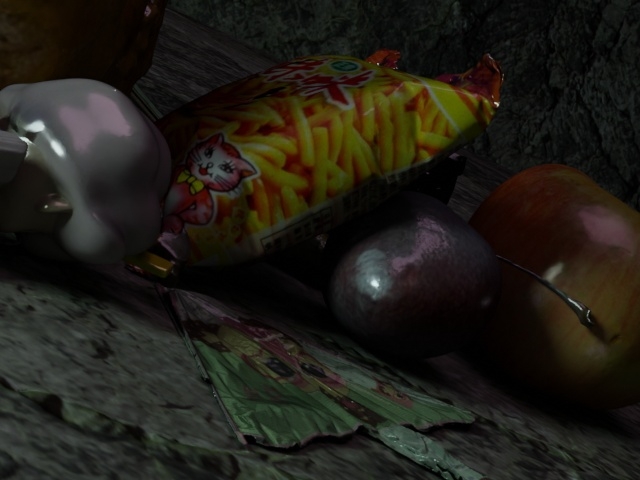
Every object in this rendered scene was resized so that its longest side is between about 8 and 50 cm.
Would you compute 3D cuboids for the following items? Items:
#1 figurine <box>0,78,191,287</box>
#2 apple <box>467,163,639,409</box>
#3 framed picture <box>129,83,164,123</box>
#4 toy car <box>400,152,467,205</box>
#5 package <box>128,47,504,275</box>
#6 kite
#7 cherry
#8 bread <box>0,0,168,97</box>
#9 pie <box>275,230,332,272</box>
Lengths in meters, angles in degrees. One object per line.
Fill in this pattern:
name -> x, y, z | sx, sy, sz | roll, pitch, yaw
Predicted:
figurine -> -0.162, -0.041, 0.880 | 0.229, 0.112, 0.137 | 5, 27, -42
apple -> 0.203, 0.043, 1.263 | 0.209, 0.164, 0.209 | 38, 6, -5
framed picture -> -0.163, -0.129, 1.410 | 0.183, 0.011, 0.142 | 49, 0, -23
toy car -> 0.042, -0.059, 1.344 | 0.108, 0.089, 0.209 | 23, 5, 26
package -> -0.027, -0.060, 1.112 | 0.288, 0.108, 0.223 | -22, 23, -15
kite -> 0.004, 0.086, 0.927 | 0.267, 0.013, 0.323 | 31, 11, 26
cherry -> 0.086, 0.041, 1.099 | 0.188, 0.115, 0.148 | 34, -3, 12
bread -> -0.216, -0.145, 1.047 | 0.194, 0.179, 0.340 | 23, 3, 1
pie -> 0.000, 0.000, 1.291 | 0.187, 0.041, 0.187 | 27, 9, -5
